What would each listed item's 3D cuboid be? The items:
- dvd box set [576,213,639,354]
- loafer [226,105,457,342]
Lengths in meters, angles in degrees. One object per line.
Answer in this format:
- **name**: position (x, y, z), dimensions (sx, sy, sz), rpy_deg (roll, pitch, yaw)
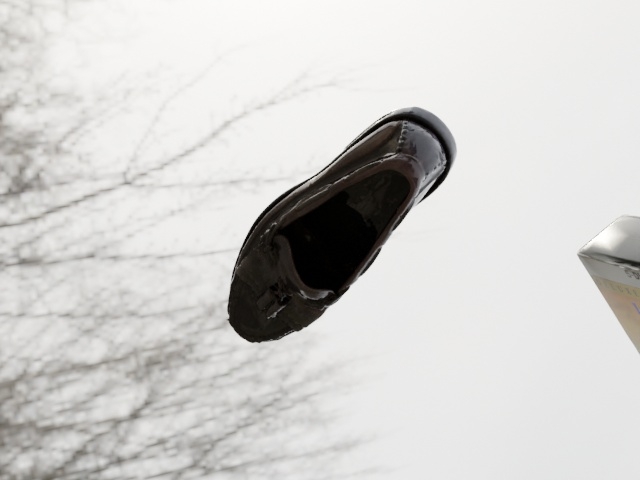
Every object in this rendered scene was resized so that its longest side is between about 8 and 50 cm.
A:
- **dvd box set**: position (0.393, 0.172, 1.046), dimensions (0.420, 0.062, 0.307), rpy_deg (55, -12, -17)
- **loafer**: position (0.000, 0.000, 1.220), dimensions (0.109, 0.095, 0.302), rpy_deg (41, -57, -5)
